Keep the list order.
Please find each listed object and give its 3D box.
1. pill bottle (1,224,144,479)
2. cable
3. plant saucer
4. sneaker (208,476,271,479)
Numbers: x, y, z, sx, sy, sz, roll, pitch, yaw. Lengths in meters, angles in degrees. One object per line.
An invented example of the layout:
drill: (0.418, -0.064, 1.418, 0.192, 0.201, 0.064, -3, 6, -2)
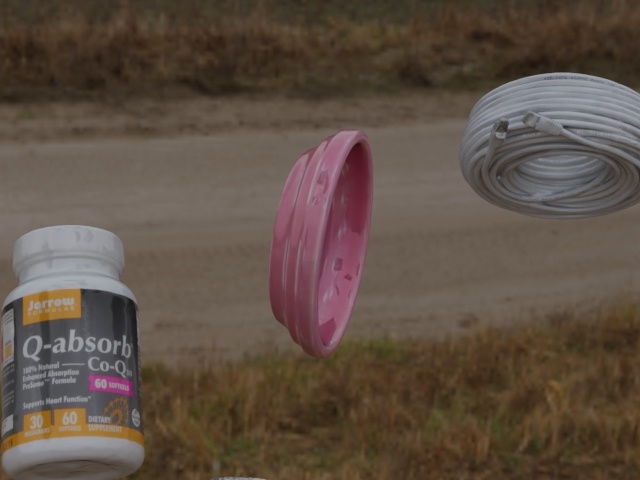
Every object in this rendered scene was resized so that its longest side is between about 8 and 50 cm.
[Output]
pill bottle: (-0.290, 0.134, 1.499, 0.162, 0.162, 0.279, -2, 68, -11)
cable: (0.300, -0.110, 1.606, 0.257, 0.257, 0.089, 11, 66, -15)
plant saucer: (0.000, 0.000, 1.859, 0.084, 0.332, 0.332, 10, 25, 12)
sneaker: (-0.007, 0.307, 0.975, 0.102, 0.293, 0.146, -12, 36, 43)
